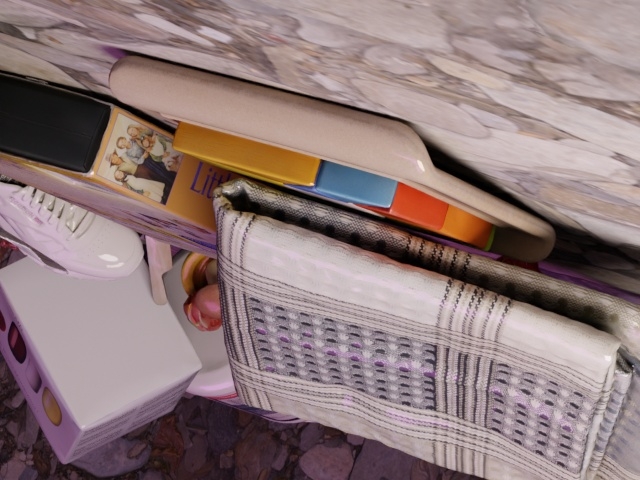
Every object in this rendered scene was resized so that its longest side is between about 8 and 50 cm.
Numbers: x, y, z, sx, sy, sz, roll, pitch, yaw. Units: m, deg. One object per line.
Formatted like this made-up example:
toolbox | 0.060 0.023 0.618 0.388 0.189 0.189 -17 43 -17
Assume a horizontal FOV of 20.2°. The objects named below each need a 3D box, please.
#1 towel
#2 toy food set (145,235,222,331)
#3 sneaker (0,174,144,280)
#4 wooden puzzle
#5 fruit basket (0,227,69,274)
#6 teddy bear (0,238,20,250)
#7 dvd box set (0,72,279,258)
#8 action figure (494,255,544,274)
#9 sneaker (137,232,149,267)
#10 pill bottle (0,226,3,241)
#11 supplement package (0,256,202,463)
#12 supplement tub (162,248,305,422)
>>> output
towel | 0.081 0.093 1.227 0.324 0.056 0.312 17 152 9
toy food set | -0.072 0.059 1.813 0.218 0.071 0.128 4 137 -6
sneaker | -0.270 -0.040 1.724 0.235 0.090 0.095 34 161 -11
wooden puzzle | 0.010 -0.040 1.113 0.221 0.044 0.239 17 174 29
fruit basket | -0.349 -0.070 1.220 0.353 0.165 0.327 36 176 3
teddy bear | -0.416 -0.029 2.412 0.245 0.113 0.338 12 171 41
dvd box set | -0.155 -0.049 1.524 0.308 0.062 0.420 15 174 38
action figure | 0.205 0.095 1.319 0.280 0.139 0.091 21 133 -3
sneaker | -0.267 -0.027 2.113 0.110 0.107 0.275 39 -179 31
pill bottle | -0.389 -0.026 1.927 0.103 0.184 0.103 20 175 2
supplement package | -0.251 0.111 1.942 0.194 0.149 0.203 60 160 9
supplement tub | -0.062 0.111 2.124 0.191 0.191 0.272 16 174 32
